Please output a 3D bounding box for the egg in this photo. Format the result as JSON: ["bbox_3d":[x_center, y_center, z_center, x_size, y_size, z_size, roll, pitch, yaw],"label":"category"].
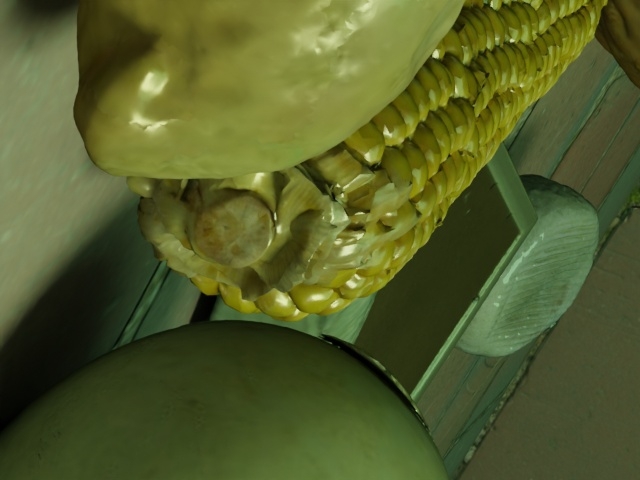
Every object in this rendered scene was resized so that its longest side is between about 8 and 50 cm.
[{"bbox_3d":[-0.051,0.142,0.677,0.253,0.186,0.186,-58,169,18],"label":"egg"}]

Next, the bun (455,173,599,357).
[{"bbox_3d":[0.129,0.013,1.372,0.141,0.083,0.141,-33,143,-30],"label":"bun"}]

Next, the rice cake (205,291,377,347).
[{"bbox_3d":[0.000,0.000,0.822,0.069,0.063,0.206,-48,167,-48],"label":"rice cake"}]

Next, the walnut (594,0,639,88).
[{"bbox_3d":[0.235,-0.150,1.048,0.213,0.213,0.213,-53,169,-15],"label":"walnut"}]

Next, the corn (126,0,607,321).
[{"bbox_3d":[0.027,-0.063,0.679,0.293,0.106,0.106,-45,165,-57],"label":"corn"}]

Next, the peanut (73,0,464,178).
[{"bbox_3d":[0.025,-0.122,0.472,0.263,0.101,0.117,-57,150,3],"label":"peanut"}]

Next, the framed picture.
[{"bbox_3d":[0.042,0.039,1.154,0.232,0.019,0.296,-56,161,-6],"label":"framed picture"}]
